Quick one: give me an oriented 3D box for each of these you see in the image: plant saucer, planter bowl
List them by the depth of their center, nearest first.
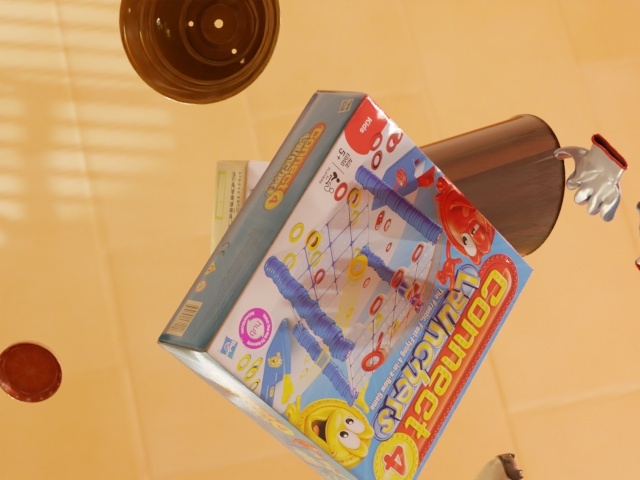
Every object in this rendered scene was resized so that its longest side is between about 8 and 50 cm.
[{"bbox_3d":[-0.357,0.160,1.985,0.083,0.083,0.013,-17,20,9],"label":"plant saucer"},{"bbox_3d":[-0.143,-0.282,2.082,0.217,0.217,0.090,-19,-2,15],"label":"planter bowl"}]

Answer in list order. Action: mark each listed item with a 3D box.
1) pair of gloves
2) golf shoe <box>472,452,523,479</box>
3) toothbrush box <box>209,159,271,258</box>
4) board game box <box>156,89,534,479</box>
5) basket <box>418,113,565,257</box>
[{"bbox_3d":[0.302,-0.026,1.598,0.023,0.198,0.159,-38,-15,-11],"label":"pair of gloves"},{"bbox_3d":[0.163,0.378,1.994,0.120,0.105,0.273,16,-69,-19],"label":"golf shoe"},{"bbox_3d":[0.000,0.000,2.226,0.283,0.206,0.122,3,2,-26],"label":"toothbrush box"},{"bbox_3d":[0.036,0.062,1.617,0.302,0.308,0.086,43,-21,-33],"label":"board game box"},{"bbox_3d":[0.158,-0.050,1.971,0.226,0.154,0.204,-11,-40,-33],"label":"basket"}]
